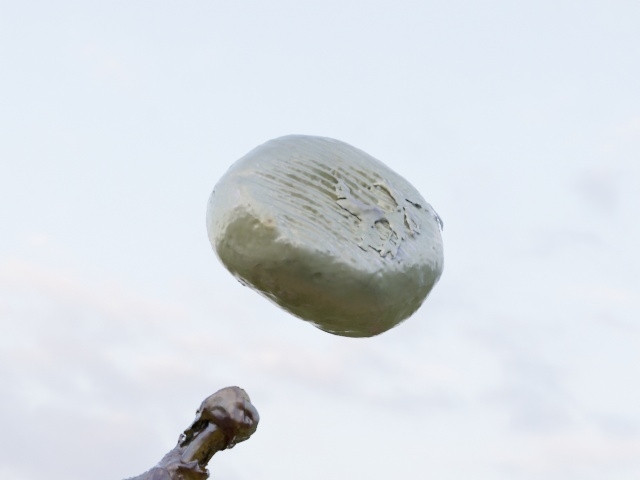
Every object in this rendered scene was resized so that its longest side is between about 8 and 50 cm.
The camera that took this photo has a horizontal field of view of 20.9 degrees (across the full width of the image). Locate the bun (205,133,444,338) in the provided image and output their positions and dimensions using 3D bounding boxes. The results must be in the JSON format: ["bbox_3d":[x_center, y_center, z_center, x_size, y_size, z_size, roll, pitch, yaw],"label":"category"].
[{"bbox_3d":[0.002,0.004,1.911,0.273,0.273,0.168,16,-56,-20],"label":"bun"}]

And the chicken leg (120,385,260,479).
[{"bbox_3d":[-0.146,0.233,1.567,0.107,0.251,0.087,40,-19,9],"label":"chicken leg"}]
